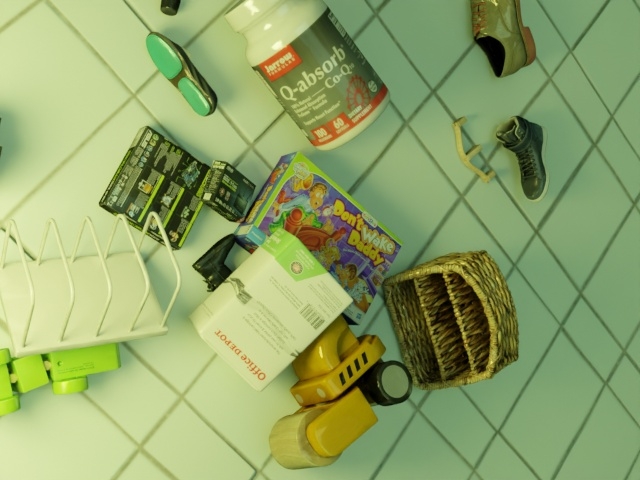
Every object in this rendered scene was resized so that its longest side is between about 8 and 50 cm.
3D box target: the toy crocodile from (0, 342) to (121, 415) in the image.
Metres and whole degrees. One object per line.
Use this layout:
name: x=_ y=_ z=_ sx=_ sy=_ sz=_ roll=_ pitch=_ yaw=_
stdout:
toy crocodile: x=-0.523 y=0.235 z=1.485 sx=0.341 sy=0.105 sz=0.115 roll=-12 pitch=93 yaw=-38

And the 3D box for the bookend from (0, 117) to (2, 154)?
bookend: x=-0.600 y=-0.161 z=1.423 sx=0.072 sy=0.157 sz=0.156 roll=14 pitch=79 yaw=-32

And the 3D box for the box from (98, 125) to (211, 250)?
box: x=-0.324 y=-0.105 z=1.665 sx=0.184 sy=0.045 sz=0.190 roll=34 pitch=68 yaw=-29

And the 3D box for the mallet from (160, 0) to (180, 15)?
mallet: x=-0.374 y=-0.509 z=1.671 sx=0.190 sy=0.039 sz=0.062 roll=8 pitch=79 yaw=-28

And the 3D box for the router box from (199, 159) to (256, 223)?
router box: x=-0.192 y=-0.100 z=1.723 sx=0.122 sy=0.038 sz=0.092 roll=39 pitch=64 yaw=-55

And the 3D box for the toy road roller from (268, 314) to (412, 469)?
toy road roller: x=0.008 y=0.310 z=1.763 sx=0.330 sy=0.202 sz=0.240 roll=-36 pitch=93 yaw=-35

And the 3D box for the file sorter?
file sorter: x=-0.412 y=0.065 z=1.472 sx=0.278 sy=0.173 sz=0.192 roll=-5 pitch=54 yaw=-34

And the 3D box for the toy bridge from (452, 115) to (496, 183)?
toy bridge: x=0.395 y=-0.228 z=2.149 sx=0.063 sy=0.026 sz=0.188 roll=-39 pitch=107 yaw=-26

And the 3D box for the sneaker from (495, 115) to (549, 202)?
sneaker: x=0.535 y=-0.223 z=2.195 sx=0.163 sy=0.086 sz=0.226 roll=18 pitch=67 yaw=-42

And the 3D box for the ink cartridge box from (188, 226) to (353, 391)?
ink cartridge box: x=-0.103 y=0.141 z=1.693 sx=0.273 sy=0.115 sz=0.198 roll=-44 pitch=115 yaw=-6

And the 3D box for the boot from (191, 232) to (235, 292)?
boot: x=-0.202 y=0.057 z=1.731 sx=0.121 sy=0.045 sz=0.099 roll=-44 pitch=107 yaw=-20

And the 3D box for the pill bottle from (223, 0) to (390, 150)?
pill bottle: x=-0.030 y=-0.390 z=1.778 sx=0.363 sy=0.210 sz=0.210 roll=50 pitch=63 yaw=-19

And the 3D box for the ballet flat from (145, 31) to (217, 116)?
ballet flat: x=-0.282 y=-0.348 z=1.703 sx=0.074 sy=0.074 sz=0.203 roll=-43 pitch=103 yaw=-28

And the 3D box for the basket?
basket: x=0.322 y=0.193 z=1.958 sx=0.223 sy=0.214 sz=0.299 roll=-19 pitch=96 yaw=-33

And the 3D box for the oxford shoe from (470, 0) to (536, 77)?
oxford shoe: x=0.449 y=-0.595 z=2.158 sx=0.130 sy=0.123 sz=0.348 roll=-36 pitch=105 yaw=-24

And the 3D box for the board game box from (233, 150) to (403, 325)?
board game box: x=0.000 y=0.000 z=1.845 sx=0.347 sy=0.078 sz=0.233 roll=39 pitch=67 yaw=-24
